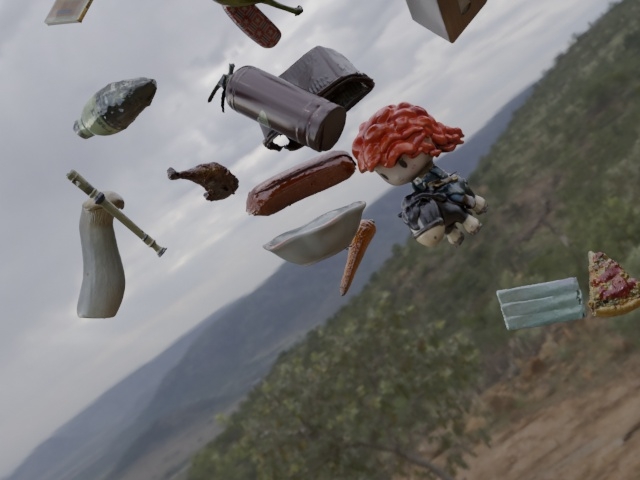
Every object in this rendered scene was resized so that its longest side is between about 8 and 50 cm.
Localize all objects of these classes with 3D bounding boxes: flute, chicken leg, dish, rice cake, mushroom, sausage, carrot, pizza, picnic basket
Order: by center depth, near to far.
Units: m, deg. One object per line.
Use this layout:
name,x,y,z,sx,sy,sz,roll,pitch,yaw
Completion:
flute,-0.385,-0.052,1.672,0.027,0.233,0.027,-47,8,9
dish,0.000,0.000,1.749,0.230,0.081,0.229,-24,5,2
chicken leg,-0.240,-0.129,1.896,0.089,0.048,0.219,-40,-23,11
mushroom,-0.539,0.041,2.150,0.122,0.328,0.159,-4,13,-38
picnic basket,-0.025,-0.355,2.173,0.297,0.129,0.222,-36,-14,24
rice cake,0.579,0.165,2.310,0.211,0.124,0.038,-16,-5,11
pizza,0.783,0.106,2.390,0.188,0.198,0.062,-20,-23,-15
sausage,-0.058,-0.158,2.412,0.330,0.102,0.102,-26,-4,-12
carrot,0.095,0.040,2.466,0.061,0.061,0.256,-39,24,61

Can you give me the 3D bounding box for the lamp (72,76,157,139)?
lamp,-0.438,-0.284,1.887,0.250,0.101,0.101,-26,3,31

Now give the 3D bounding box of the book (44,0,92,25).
book,-0.555,-0.615,2.088,0.170,0.018,0.241,11,72,46

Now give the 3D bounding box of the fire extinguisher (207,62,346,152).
fire extinguisher,-0.111,-0.303,1.989,0.114,0.337,0.135,-15,-50,-57

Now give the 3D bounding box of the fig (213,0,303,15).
fig,-0.177,-0.618,2.215,0.151,0.259,0.151,-48,11,12

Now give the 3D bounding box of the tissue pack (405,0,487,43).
tissue pack,0.302,-0.639,2.206,0.159,0.136,0.246,-51,-26,-4

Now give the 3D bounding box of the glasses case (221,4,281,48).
glasses case,-0.187,-0.583,2.338,0.049,0.194,0.073,15,69,55

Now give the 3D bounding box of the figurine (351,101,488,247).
figurine,0.267,-0.165,2.315,0.306,0.411,0.241,-24,-3,-29
